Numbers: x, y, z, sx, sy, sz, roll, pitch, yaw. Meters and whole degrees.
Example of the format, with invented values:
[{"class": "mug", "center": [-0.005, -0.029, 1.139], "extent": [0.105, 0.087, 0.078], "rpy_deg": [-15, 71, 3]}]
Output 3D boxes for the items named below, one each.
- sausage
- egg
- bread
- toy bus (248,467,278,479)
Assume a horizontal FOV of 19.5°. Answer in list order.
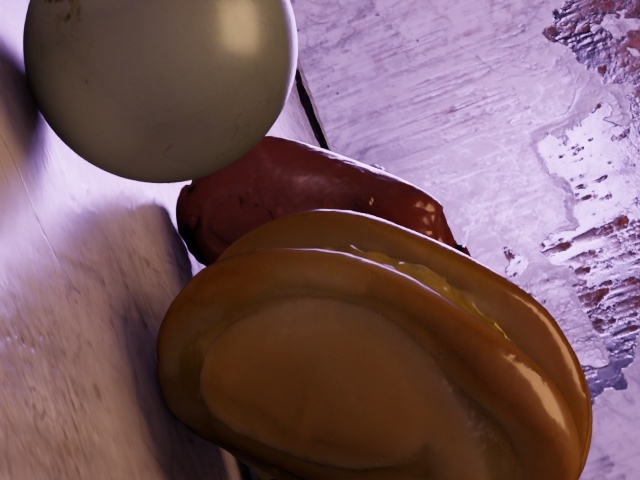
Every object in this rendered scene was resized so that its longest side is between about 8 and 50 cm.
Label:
[{"class": "sausage", "center": [0.000, 0.000, 1.547], "extent": [0.280, 0.152, 0.152], "rpy_deg": [22, -28, 38]}, {"class": "egg", "center": [-0.109, -0.133, 1.257], "extent": [0.264, 0.183, 0.183], "rpy_deg": [-121, -171, -77]}, {"class": "bread", "center": [0.047, 0.089, 1.302], "extent": [0.211, 0.316, 0.270], "rpy_deg": [-66, 163, -11]}, {"class": "toy bus", "center": [0.004, 0.173, 1.571], "extent": [0.234, 0.116, 0.133], "rpy_deg": [57, 16, -69]}]
